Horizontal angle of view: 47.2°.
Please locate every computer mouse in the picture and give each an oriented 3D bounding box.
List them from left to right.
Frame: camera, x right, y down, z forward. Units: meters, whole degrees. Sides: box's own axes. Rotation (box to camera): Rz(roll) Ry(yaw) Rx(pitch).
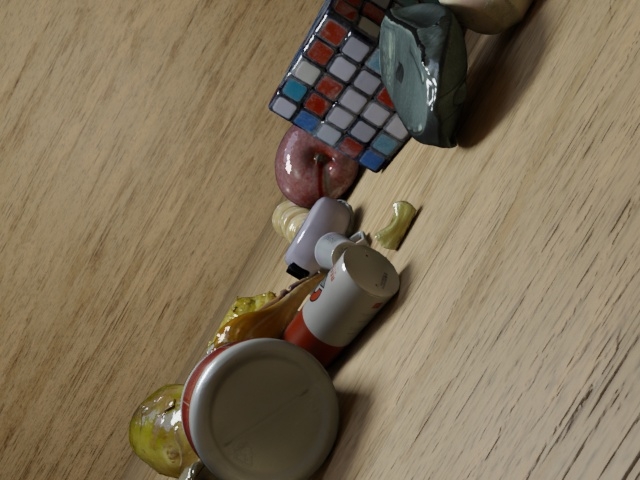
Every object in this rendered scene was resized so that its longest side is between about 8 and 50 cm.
[{"bbox_3d":[0.182,-0.280,1.195,0.374,0.114,0.203,-102,10,-57],"label":"computer mouse"}]

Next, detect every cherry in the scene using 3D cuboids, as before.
[{"bbox_3d":[-0.008,-0.198,1.825,0.236,0.213,0.285,-44,1,7],"label":"cherry"}]

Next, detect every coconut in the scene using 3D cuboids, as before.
[{"bbox_3d":[0.283,-0.439,1.199,0.183,0.171,0.171,-64,10,-1],"label":"coconut"}]

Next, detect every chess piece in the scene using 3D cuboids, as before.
[{"bbox_3d":[-0.046,-0.032,1.863,0.117,0.117,0.397,-60,12,2],"label":"chess piece"}]

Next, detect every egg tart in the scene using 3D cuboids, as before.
[{"bbox_3d":[-0.211,0.243,1.896,0.290,0.115,0.290,-57,9,15],"label":"egg tart"}]

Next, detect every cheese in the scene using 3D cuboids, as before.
[{"bbox_3d":[0.120,-0.026,1.179,0.083,0.044,0.030,-63,-6,1],"label":"cheese"}]

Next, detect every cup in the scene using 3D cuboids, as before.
[{"bbox_3d":[0.048,0.017,1.382,0.104,0.074,0.116,-33,11,-9],"label":"cup"}]

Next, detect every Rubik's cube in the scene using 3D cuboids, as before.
[{"bbox_3d":[0.102,-0.376,1.555,0.293,0.292,0.287,-48,17,45],"label":"Rubik's cube"}]

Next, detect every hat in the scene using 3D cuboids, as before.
[{"bbox_3d":[-0.268,0.524,1.459,0.175,0.085,0.147,-50,16,43],"label":"hat"}]

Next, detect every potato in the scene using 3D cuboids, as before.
[{"bbox_3d":[-0.367,0.460,1.839,0.300,0.196,0.246,-47,18,48],"label":"potato"}]

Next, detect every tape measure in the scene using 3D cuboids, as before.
[{"bbox_3d":[-0.002,0.003,1.569,0.196,0.105,0.178,-57,3,15],"label":"tape measure"}]

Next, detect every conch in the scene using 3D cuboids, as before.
[{"bbox_3d":[-0.085,0.148,1.237,0.330,0.093,0.109,-30,-9,-46],"label":"conch"}]

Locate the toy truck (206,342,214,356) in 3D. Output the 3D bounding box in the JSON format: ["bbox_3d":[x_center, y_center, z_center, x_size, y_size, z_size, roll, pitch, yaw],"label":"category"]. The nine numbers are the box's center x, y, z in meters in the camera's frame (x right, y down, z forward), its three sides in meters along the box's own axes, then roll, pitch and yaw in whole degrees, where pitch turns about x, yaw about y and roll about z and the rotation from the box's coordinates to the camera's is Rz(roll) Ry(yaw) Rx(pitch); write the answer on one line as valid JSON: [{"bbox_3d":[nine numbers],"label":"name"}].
[{"bbox_3d":[-0.132,0.264,1.248,0.161,0.177,0.213,-53,12,34],"label":"toy truck"}]

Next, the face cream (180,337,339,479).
[{"bbox_3d":[-0.091,0.239,1.029,0.201,0.201,0.187,-63,10,-15],"label":"face cream"}]

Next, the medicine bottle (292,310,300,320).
[{"bbox_3d":[-0.052,0.190,1.344,0.118,0.074,0.055,-52,14,34],"label":"medicine bottle"}]

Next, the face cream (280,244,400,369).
[{"bbox_3d":[0.024,0.111,1.121,0.214,0.096,0.096,-54,12,37],"label":"face cream"}]
